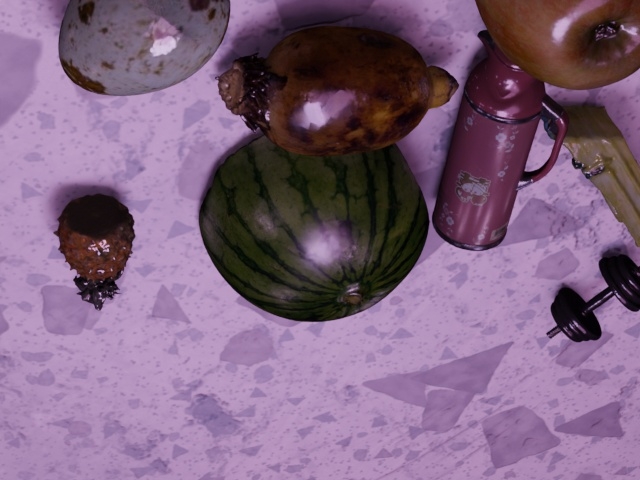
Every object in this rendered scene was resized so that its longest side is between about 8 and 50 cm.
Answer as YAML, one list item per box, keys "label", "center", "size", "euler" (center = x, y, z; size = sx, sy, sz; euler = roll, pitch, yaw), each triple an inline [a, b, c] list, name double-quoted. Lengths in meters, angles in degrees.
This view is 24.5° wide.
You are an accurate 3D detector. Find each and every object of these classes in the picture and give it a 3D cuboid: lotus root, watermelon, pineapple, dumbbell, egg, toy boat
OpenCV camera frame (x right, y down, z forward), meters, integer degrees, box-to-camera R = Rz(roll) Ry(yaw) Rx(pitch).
- label: "lotus root"
  center: [0.031, -0.187, 1.853]
  size: [0.314, 0.141, 0.169]
  euler: [-4, 139, -14]
- label: "watermelon"
  center: [0.000, 0.000, 2.007]
  size: [0.330, 0.189, 0.331]
  euler: [-10, 130, -12]
- label: "pineapple"
  center: [-0.306, 0.024, 1.996]
  size: [0.108, 0.108, 0.198]
  euler: [-4, 144, -13]
- label: "dumbbell"
  center: [0.434, 0.090, 2.280]
  size: [0.208, 0.099, 0.099]
  euler: [-39, 132, 23]
- label: "egg"
  center: [-0.208, -0.252, 1.699]
  size: [0.231, 0.169, 0.169]
  euler: [-32, 134, 27]
- label: "toy boat"
  center: [0.408, -0.104, 2.072]
  size: [0.084, 0.111, 0.276]
  euler: [-36, 130, 11]

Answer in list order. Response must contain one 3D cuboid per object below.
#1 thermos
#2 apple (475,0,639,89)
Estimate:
- label: "thermos"
  center: [0.242, -0.134, 1.975]
  size: [0.109, 0.136, 0.330]
  euler: [-25, 143, -32]
- label: "apple"
  center: [0.311, -0.307, 1.750]
  size: [0.256, 0.234, 0.257]
  euler: [-12, 133, -13]
